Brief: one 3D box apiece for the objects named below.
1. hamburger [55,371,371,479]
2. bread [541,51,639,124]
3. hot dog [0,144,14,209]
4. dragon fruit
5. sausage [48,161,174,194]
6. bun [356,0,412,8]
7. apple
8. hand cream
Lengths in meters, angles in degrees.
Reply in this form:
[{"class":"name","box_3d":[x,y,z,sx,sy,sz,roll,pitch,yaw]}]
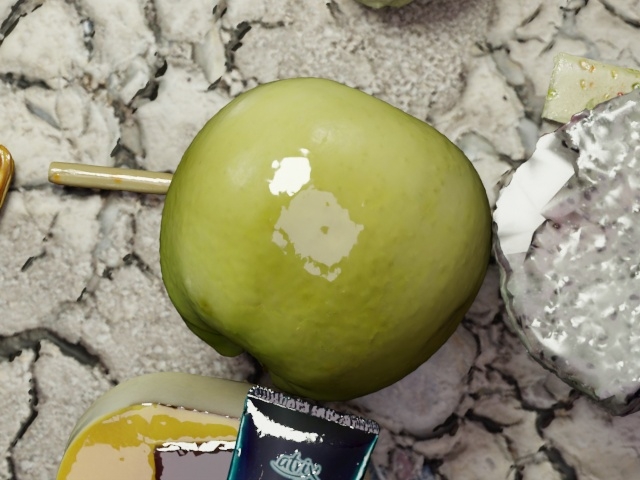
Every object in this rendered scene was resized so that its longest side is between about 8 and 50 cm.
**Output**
[{"class":"hamburger","box_3d":[-0.100,0.240,1.197,0.295,0.151,0.227,12,90,6]},{"class":"bread","box_3d":[0.291,-0.131,1.235,0.154,0.028,0.068,15,93,5]},{"class":"hot dog","box_3d":[-0.335,-0.042,1.269,0.049,0.037,0.122,23,97,-8]},{"class":"dragon fruit","box_3d":[0.285,-0.001,1.144,0.204,0.221,0.283,43,95,22]},{"class":"sausage","box_3d":[-0.200,-0.060,1.264,0.132,0.024,0.024,6,90,3]},{"class":"bun","box_3d":[0.078,-0.310,1.212,0.164,0.111,0.188,4,90,23]},{"class":"apple","box_3d":[0.000,0.000,1.137,0.292,0.292,0.254,30,75,3]},{"class":"hand cream","box_3d":[-0.043,0.268,1.099,0.120,0.061,0.270,16,81,10]}]
